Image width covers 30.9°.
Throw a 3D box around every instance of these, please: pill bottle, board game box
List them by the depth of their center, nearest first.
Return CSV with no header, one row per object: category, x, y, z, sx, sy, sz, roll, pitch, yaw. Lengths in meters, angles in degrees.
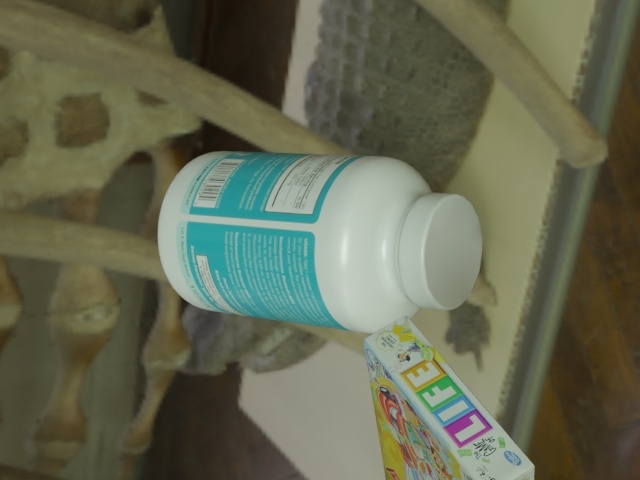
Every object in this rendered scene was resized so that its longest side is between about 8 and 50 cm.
board game box,0.066,0.123,0.584,0.103,0.026,0.154,49,160,39
pill bottle,0.000,0.000,0.976,0.264,0.146,0.146,6,101,37
